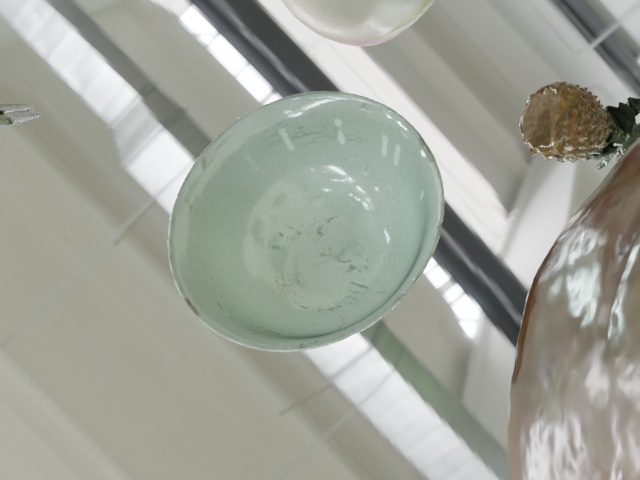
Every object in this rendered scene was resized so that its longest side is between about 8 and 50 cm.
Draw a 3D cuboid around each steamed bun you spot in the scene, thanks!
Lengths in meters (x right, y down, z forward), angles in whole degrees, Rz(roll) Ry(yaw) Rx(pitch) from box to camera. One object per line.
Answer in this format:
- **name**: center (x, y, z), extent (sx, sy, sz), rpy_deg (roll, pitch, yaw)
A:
- **steamed bun**: center (0.064, -0.434, 1.777), extent (0.309, 0.309, 0.309), rpy_deg (36, -151, -24)

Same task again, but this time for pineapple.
- **pineapple**: center (0.406, -0.144, 1.598), extent (0.277, 0.119, 0.130), rpy_deg (6, -95, -37)

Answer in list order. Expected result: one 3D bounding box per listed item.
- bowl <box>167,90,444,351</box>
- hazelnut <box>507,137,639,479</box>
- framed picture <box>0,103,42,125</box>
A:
- **bowl**: center (0.000, 0.000, 1.758), extent (0.435, 0.434, 0.196), rpy_deg (66, -173, 30)
- **hazelnut**: center (0.267, 0.110, 0.499), extent (0.359, 0.359, 0.409), rpy_deg (11, -130, -51)
- **framed picture**: center (-0.370, -0.114, 1.016), extent (0.217, 0.017, 0.274), rpy_deg (-1, -172, -10)
